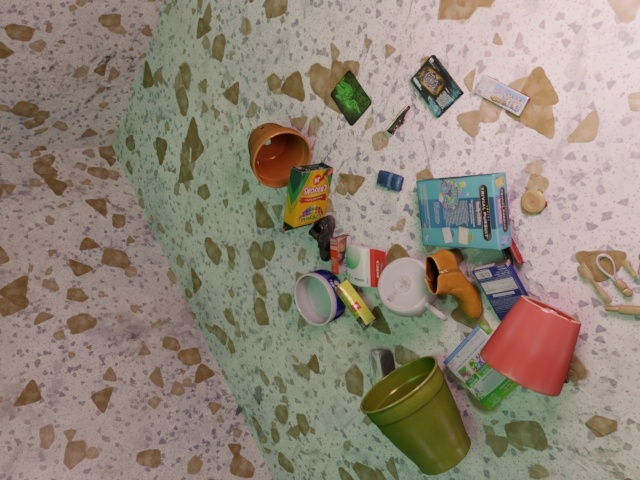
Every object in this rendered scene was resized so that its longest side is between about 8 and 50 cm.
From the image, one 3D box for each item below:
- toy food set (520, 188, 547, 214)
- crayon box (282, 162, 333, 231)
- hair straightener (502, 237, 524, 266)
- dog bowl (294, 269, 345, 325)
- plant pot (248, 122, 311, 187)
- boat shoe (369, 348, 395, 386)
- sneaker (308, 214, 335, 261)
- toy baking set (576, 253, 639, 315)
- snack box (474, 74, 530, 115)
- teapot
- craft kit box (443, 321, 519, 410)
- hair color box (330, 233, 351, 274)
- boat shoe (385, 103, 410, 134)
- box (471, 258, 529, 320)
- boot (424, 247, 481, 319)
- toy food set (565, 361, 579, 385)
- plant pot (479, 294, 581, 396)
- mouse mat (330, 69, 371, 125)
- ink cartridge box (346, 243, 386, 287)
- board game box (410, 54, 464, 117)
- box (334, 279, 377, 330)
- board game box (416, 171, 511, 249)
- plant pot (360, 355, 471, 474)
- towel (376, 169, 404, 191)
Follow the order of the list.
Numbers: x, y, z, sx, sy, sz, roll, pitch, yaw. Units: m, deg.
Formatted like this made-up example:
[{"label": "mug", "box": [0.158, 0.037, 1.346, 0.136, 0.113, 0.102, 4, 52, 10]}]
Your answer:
[{"label": "toy food set", "box": [0.706, -0.128, 1.604, 0.083, 0.020, 0.083, -11, 93, 46]}, {"label": "crayon box", "box": [-0.060, -0.186, 2.227, 0.081, 0.202, 0.318, 31, 123, 35]}, {"label": "hair straightener", "box": [0.622, -0.007, 1.703, 0.089, 0.047, 0.230, -34, 77, 45]}, {"label": "dog bowl", "box": [-0.004, 0.278, 2.372, 0.265, 0.104, 0.264, 15, 112, 41]}, {"label": "plant pot", "box": [-0.214, -0.421, 2.281, 0.203, 0.291, 0.290, 53, 135, 44]}, {"label": "boat shoe", "box": [0.280, 0.650, 2.194, 0.103, 0.118, 0.320, -5, 94, 52]}, {"label": "sneaker", "box": [0.000, 0.000, 2.273, 0.087, 0.130, 0.227, 26, 121, 40]}, {"label": "toy baking set", "box": [0.923, 0.132, 1.460, 0.256, 0.030, 0.196, -7, 93, 46]}, {"label": "snack box", "box": [0.601, -0.483, 1.606, 0.178, 0.022, 0.064, 42, 127, 29]}, {"label": "teapot", "box": [0.366, 0.199, 1.929, 0.253, 0.187, 0.256, -11, 65, 30]}, {"label": "craft kit box", "box": [0.628, 0.477, 1.834, 0.246, 0.061, 0.250, 50, 131, 27]}, {"label": "hair color box", "box": [0.096, 0.063, 2.217, 0.053, 0.093, 0.167, 9, 108, 47]}, {"label": "boat shoe", "box": [0.309, -0.471, 1.890, 0.042, 0.049, 0.133, 37, 123, -3]}, {"label": "box", "box": [0.649, 0.179, 1.710, 0.136, 0.036, 0.225, -20, 104, 46]}, {"label": "boot", "box": [0.478, 0.177, 1.784, 0.104, 0.211, 0.295, -18, 89, 47]}, {"label": "toy food set", "box": [0.827, 0.435, 1.649, 0.078, 0.019, 0.122, -15, 99, 46]}, {"label": "plant pot", "box": [0.695, 0.328, 1.573, 0.275, 0.275, 0.243, 30, 102, 36]}, {"label": "mouse mat", "box": [0.127, -0.604, 2.059, 0.152, 0.007, 0.189, -45, 69, 43]}, {"label": "ink cartridge box", "box": [0.198, 0.119, 2.130, 0.225, 0.056, 0.181, 17, 114, 57]}, {"label": "board game box", "box": [0.420, -0.560, 1.762, 0.126, 0.026, 0.186, -44, 70, 43]}, {"label": "box", "box": [0.160, 0.296, 2.213, 0.232, 0.058, 0.087, 55, 161, 12]}, {"label": "board game box", "box": [0.506, -0.103, 1.737, 0.336, 0.079, 0.253, 4, 105, 53]}, {"label": "plant pot", "box": [0.410, 0.718, 1.945, 0.366, 0.366, 0.353, -36, 88, 44]}, {"label": "towel", "box": [0.285, -0.245, 1.987, 0.119, 0.029, 0.067, 25, 117, 38]}]
